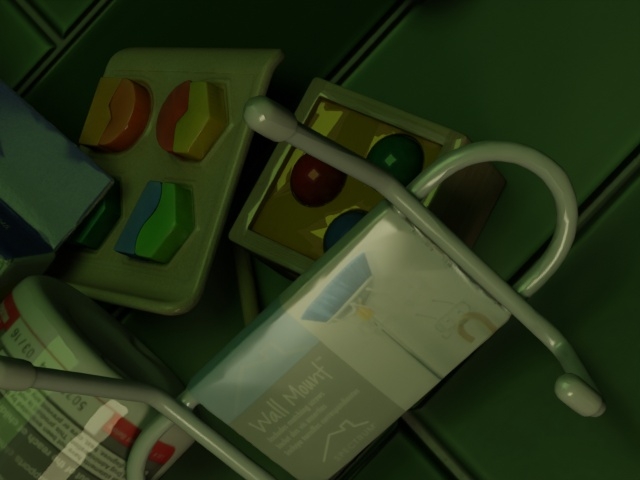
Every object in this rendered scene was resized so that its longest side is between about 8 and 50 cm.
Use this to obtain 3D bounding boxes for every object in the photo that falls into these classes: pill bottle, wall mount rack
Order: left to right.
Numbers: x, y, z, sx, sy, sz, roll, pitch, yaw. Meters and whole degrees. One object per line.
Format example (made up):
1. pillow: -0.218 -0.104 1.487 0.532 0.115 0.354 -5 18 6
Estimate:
1. pill bottle: -0.230 0.176 1.065 0.283 0.161 0.161 -48 58 3
2. wall mount rack: -0.010 0.063 0.912 0.350 0.304 0.130 -44 25 13

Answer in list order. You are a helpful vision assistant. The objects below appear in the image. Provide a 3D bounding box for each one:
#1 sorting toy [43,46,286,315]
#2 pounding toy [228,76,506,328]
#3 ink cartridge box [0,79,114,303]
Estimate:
1. sorting toy: -0.128 -0.053 1.145 0.193 0.038 0.208 8 73 47
2. pounding toy: -0.010 0.002 1.061 0.181 0.094 0.206 25 83 32
3. ink cartridge box: -0.360 -0.019 1.168 0.303 0.072 0.307 40 96 18
